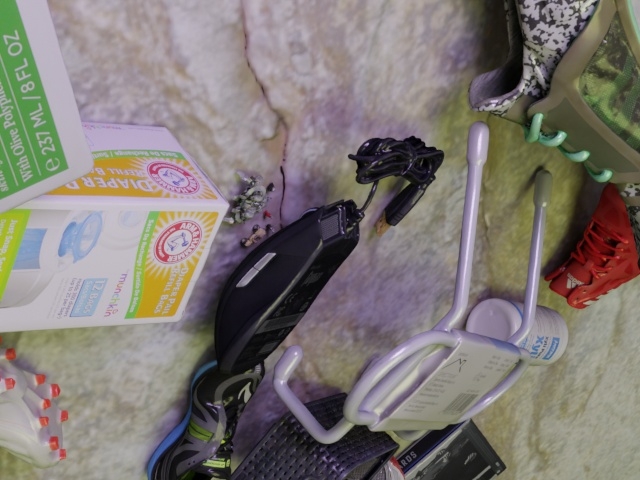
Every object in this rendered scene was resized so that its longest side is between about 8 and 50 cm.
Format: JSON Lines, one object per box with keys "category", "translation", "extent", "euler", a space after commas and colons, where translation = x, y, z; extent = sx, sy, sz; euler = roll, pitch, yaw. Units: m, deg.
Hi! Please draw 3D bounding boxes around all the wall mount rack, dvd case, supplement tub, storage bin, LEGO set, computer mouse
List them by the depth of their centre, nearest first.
{"category": "LEGO set", "translation": [-0.054, -0.024, 0.972], "extent": [0.054, 0.023, 0.083], "euler": [-42, 143, 0]}
{"category": "computer mouse", "translation": [0.000, 0.000, 1.021], "extent": [0.262, 0.060, 0.184], "euler": [-54, 163, 22]}
{"category": "wall mount rack", "translation": [0.119, 0.062, 1.101], "extent": [0.304, 0.130, 0.350], "euler": [-47, 155, 12]}
{"category": "storage bin", "translation": [-0.009, 0.228, 1.162], "extent": [0.122, 0.084, 0.180], "euler": [-51, 163, 12]}
{"category": "supplement tub", "translation": [0.218, 0.102, 1.294], "extent": [0.107, 0.071, 0.071], "euler": [10, 119, -45]}
{"category": "dvd case", "translation": [0.114, 0.322, 1.453], "extent": [0.239, 0.029, 0.179], "euler": [-39, 143, -2]}

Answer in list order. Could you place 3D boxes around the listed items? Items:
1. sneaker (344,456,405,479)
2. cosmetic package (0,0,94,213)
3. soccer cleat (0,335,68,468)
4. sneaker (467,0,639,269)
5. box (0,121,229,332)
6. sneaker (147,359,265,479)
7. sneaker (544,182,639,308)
{"category": "sneaker", "translation": [0.008, 0.325, 1.316], "extent": [0.225, 0.088, 0.093], "euler": [-49, 141, 9]}
{"category": "cosmetic package", "translation": [-0.326, -0.067, 0.590], "extent": [0.366, 0.155, 0.197], "euler": [-29, 142, -18]}
{"category": "soccer cleat", "translation": [-0.258, 0.127, 0.921], "extent": [0.076, 0.068, 0.196], "euler": [-10, 148, 6]}
{"category": "sneaker", "translation": [0.216, -0.129, 0.994], "extent": [0.182, 0.158, 0.410], "euler": [-20, 119, 5]}
{"category": "box", "translation": [-0.184, -0.012, 0.806], "extent": [0.203, 0.103, 0.114], "euler": [0, 127, -41]}
{"category": "sneaker", "translation": [-0.097, 0.181, 1.090], "extent": [0.067, 0.078, 0.188], "euler": [10, 118, -41]}
{"category": "sneaker", "translation": [0.306, 0.016, 1.258], "extent": [0.128, 0.087, 0.221], "euler": [-40, 151, 0]}
